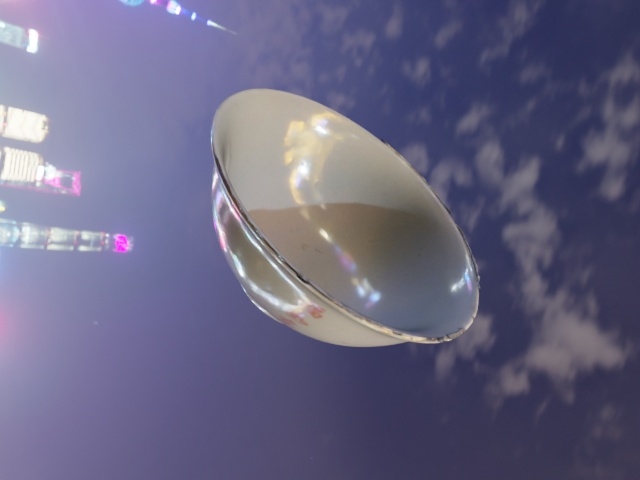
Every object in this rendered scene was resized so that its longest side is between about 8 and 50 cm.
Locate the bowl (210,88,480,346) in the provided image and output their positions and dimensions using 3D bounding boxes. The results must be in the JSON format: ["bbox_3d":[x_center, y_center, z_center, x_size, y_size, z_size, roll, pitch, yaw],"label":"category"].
[{"bbox_3d":[0.000,0.000,0.574,0.157,0.346,0.345,-47,-127,33],"label":"bowl"}]
